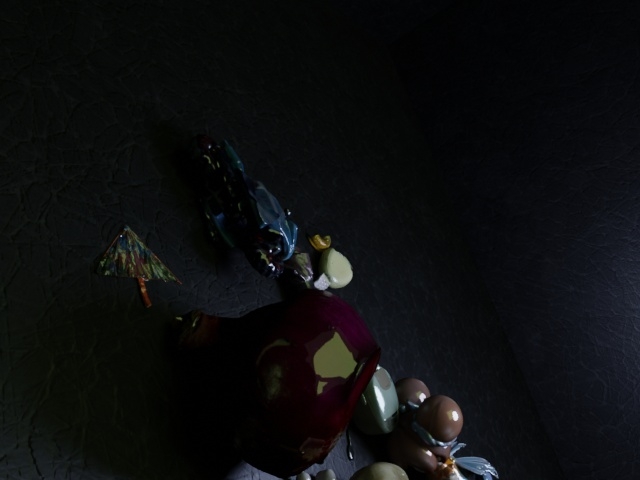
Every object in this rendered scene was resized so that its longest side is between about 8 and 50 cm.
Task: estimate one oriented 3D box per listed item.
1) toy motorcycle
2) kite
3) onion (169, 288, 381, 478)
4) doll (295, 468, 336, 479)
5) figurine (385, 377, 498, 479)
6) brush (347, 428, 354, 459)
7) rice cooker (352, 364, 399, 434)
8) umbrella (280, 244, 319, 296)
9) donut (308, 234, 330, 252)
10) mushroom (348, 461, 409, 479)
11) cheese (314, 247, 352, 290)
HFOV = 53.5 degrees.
[{"bbox_3d":[-0.194,-0.086,1.634,0.416,0.172,0.232,58,20,10],"label":"toy motorcycle"},{"bbox_3d":[-0.379,0.052,1.330,0.232,0.009,0.189,9,58,-57],"label":"kite"},{"bbox_3d":[-0.108,0.243,1.308,0.420,0.399,0.398,34,27,9],"label":"onion"},{"bbox_3d":[-0.007,0.584,1.438,0.161,0.059,0.160,52,30,-18],"label":"doll"},{"bbox_3d":[0.341,0.604,1.829,0.388,0.276,0.248,45,75,-22],"label":"figurine"},{"bbox_3d":[0.078,0.539,1.678,0.024,0.008,0.083,31,40,-42],"label":"brush"},{"bbox_3d":[0.139,0.434,1.754,0.145,0.127,0.207,-9,70,-62],"label":"rice cooker"},{"bbox_3d":[-0.054,0.109,1.750,0.094,0.090,0.326,-15,78,-40],"label":"umbrella"},{"bbox_3d":[0.000,0.000,1.996,0.083,0.037,0.067,46,34,-32],"label":"donut"},{"bbox_3d":[0.165,0.639,1.469,0.260,0.234,0.254,-69,152,-48],"label":"mushroom"},{"bbox_3d":[0.023,0.106,1.926,0.127,0.050,0.255,60,27,-5],"label":"cheese"}]
